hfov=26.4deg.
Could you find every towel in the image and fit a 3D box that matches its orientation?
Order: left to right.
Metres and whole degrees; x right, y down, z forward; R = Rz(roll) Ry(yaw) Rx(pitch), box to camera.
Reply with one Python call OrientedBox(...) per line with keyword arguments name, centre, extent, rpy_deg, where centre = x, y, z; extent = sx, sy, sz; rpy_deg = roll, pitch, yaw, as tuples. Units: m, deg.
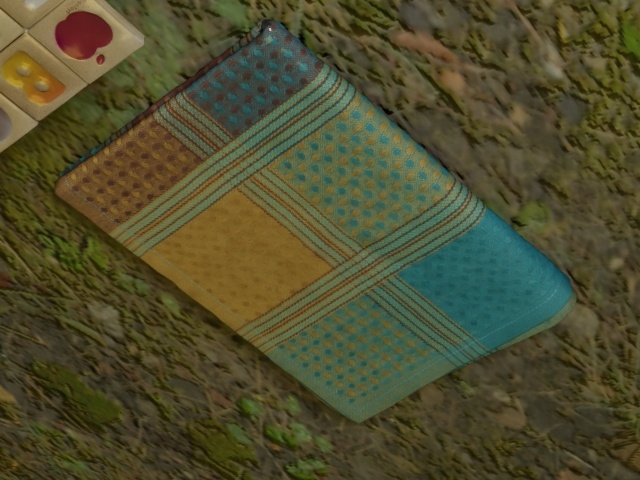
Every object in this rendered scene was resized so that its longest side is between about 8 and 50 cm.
OrientedBox(name="towel", centre=(0.000, 0.000, 1.130), extent=(0.271, 0.040, 0.370), rpy_deg=(-31, 122, 33))

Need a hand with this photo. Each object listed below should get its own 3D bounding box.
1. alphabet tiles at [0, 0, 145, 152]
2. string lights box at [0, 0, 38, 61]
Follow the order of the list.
OrientedBox(name="alphabet tiles", centre=(-0.292, -0.195, 0.876), extent=(0.285, 0.011, 0.342), rpy_deg=(-30, 124, 32))
OrientedBox(name="string lights box", centre=(-0.310, -0.211, 0.925), extent=(0.259, 0.077, 0.133), rpy_deg=(10, 136, -2))
